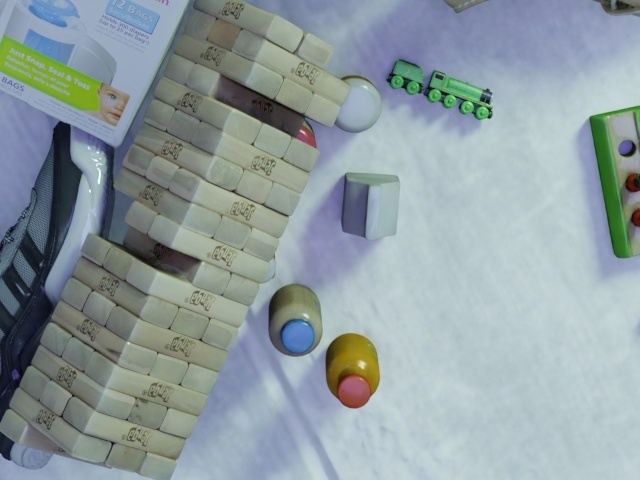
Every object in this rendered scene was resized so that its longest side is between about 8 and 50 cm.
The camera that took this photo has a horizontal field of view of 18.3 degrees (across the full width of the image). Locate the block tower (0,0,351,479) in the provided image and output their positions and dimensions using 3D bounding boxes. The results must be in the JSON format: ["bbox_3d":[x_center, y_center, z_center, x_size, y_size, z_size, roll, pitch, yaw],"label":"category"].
[{"bbox_3d":[-0.096,0.004,1.358,0.091,0.097,0.335,24,93,-42],"label":"block tower"}]

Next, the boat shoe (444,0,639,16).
[{"bbox_3d":[0.228,-0.204,1.392,0.302,0.109,0.098,-18,100,-4],"label":"boat shoe"}]

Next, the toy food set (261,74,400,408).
[{"bbox_3d":[0.000,0.000,1.423,0.111,0.104,0.232,4,101,-2],"label":"toy food set"}]

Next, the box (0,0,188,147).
[{"bbox_3d":[-0.140,-0.183,1.341,0.114,0.103,0.203,26,132,-6],"label":"box"}]

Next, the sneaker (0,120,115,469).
[{"bbox_3d":[-0.238,0.026,1.424,0.153,0.101,0.268,12,101,-4],"label":"sneaker"}]

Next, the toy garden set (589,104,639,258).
[{"bbox_3d":[0.338,-0.015,1.456,0.244,0.049,0.204,-12,101,1],"label":"toy garden set"}]

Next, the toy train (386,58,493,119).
[{"bbox_3d":[0.089,-0.110,1.449,0.083,0.017,0.024,19,89,-5],"label":"toy train"}]
